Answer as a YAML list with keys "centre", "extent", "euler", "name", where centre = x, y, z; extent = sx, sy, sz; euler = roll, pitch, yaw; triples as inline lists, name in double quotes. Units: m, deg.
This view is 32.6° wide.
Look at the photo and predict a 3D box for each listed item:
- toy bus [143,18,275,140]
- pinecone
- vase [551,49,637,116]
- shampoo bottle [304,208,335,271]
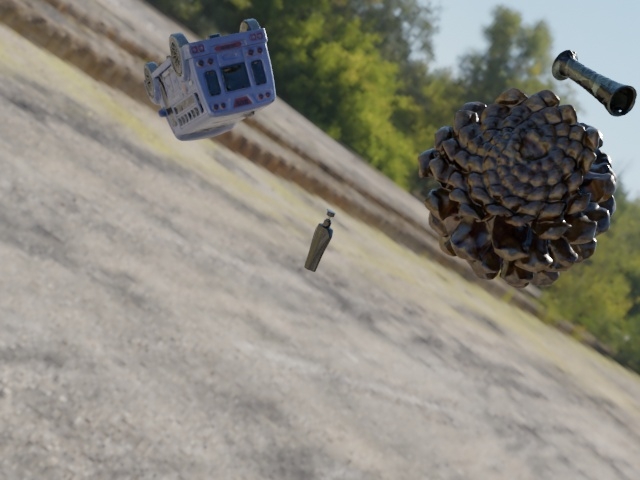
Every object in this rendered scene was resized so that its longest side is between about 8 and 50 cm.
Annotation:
- centre: [-0.159, -0.218, 1.552]
  extent: [0.292, 0.125, 0.133]
  euler: [175, -100, -71]
  name: "toy bus"
- centre: [0.368, -0.067, 2.039]
  extent: [0.384, 0.384, 0.384]
  euler: [37, 6, -4]
  name: "pinecone"
- centre: [0.466, -0.271, 1.877]
  extent: [0.059, 0.059, 0.167]
  euler: [33, 11, -40]
  name: "vase"
- centre: [0.000, 0.000, 2.351]
  extent: [0.027, 0.137, 0.048]
  euler: [4, 23, -46]
  name: "shampoo bottle"
